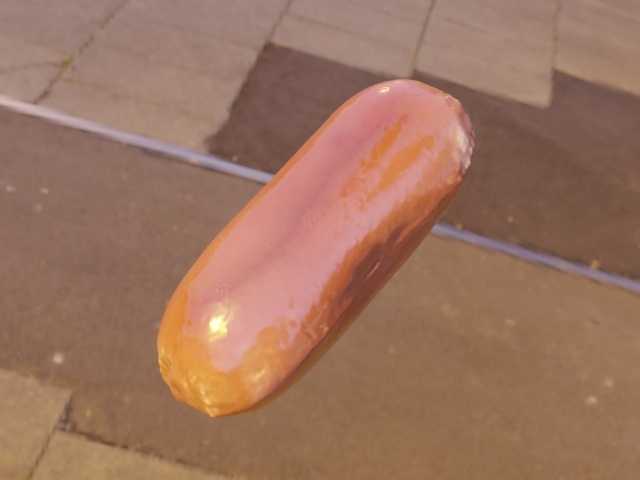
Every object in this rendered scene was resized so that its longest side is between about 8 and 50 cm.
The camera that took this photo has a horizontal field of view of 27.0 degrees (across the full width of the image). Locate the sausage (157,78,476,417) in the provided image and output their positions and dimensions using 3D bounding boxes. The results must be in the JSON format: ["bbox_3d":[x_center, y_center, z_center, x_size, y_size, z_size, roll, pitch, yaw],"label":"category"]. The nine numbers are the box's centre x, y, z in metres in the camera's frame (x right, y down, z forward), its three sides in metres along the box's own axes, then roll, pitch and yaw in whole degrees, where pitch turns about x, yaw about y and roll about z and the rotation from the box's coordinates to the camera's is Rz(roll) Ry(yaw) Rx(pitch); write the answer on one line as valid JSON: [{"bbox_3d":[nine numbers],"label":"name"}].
[{"bbox_3d":[0.000,0.000,0.612,0.077,0.077,0.194,33,72,26],"label":"sausage"}]
